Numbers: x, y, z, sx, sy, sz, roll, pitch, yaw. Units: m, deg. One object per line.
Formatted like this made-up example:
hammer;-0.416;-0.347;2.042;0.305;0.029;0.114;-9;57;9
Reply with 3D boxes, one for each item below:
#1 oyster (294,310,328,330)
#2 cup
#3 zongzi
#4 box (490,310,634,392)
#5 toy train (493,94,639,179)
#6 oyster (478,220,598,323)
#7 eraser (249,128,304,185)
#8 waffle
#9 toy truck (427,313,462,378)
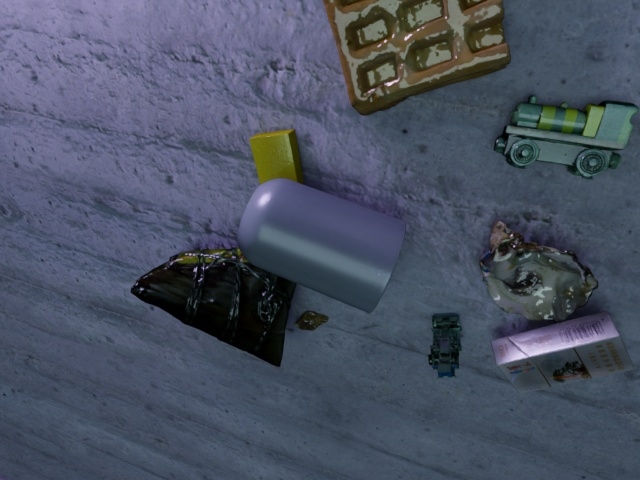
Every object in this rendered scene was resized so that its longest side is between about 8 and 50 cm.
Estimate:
oyster;-0.028;0.216;1.079;0.093;0.034;0.051;-35;107;25
cup;0.000;0.000;0.850;0.313;0.205;0.205;22;119;2
zongzi;-0.260;0.109;1.026;0.384;0.362;0.318;14;97;-23
box;0.505;0.242;0.862;0.233;0.067;0.149;-26;124;28
toy train;0.418;-0.183;0.713;0.200;0.083;0.132;13;107;13
oyster;0.429;0.075;0.827;0.214;0.083;0.222;21;137;18
eraser;-0.095;-0.178;0.906;0.097;0.045;0.122;-2;115;20
waffle;0.144;-0.417;0.694;0.305;0.077;0.348;-10;110;24
toy truck;0.282;0.243;0.904;0.067;0.175;0.081;-8;118;22
